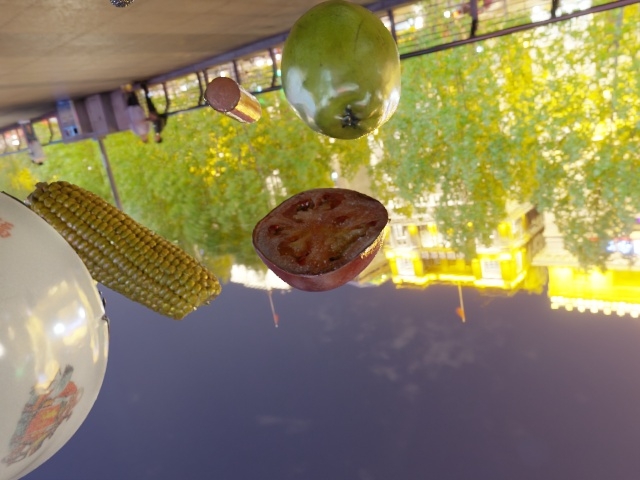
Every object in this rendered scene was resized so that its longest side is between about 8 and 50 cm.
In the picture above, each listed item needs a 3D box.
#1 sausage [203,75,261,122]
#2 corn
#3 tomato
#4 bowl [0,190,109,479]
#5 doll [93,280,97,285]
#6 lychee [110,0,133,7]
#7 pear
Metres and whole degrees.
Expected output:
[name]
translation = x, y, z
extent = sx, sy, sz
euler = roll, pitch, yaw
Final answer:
[sausage]
translation = -0.181, -0.302, 1.121
extent = 0.074, 0.074, 0.274
euler = -9, -175, 6
[corn]
translation = -0.372, 0.023, 0.931
extent = 0.387, 0.144, 0.144
euler = 34, -162, -1
[tomato]
translation = 0.005, 0.011, 1.238
extent = 0.339, 0.143, 0.338
euler = -6, -142, 5
[bowl]
translation = -0.362, 0.114, 0.399
extent = 0.346, 0.345, 0.157
euler = -14, -166, -13
[doll]
translation = -0.469, 0.119, 0.976
extent = 0.072, 0.113, 0.135
euler = -12, -167, -19
[lychee]
translation = -0.530, -0.663, 1.343
extent = 0.083, 0.068, 0.067
euler = -56, -143, -7
[pear]
translation = 0.032, -0.291, 0.863
extent = 0.213, 0.212, 0.269
euler = -11, -123, -1
